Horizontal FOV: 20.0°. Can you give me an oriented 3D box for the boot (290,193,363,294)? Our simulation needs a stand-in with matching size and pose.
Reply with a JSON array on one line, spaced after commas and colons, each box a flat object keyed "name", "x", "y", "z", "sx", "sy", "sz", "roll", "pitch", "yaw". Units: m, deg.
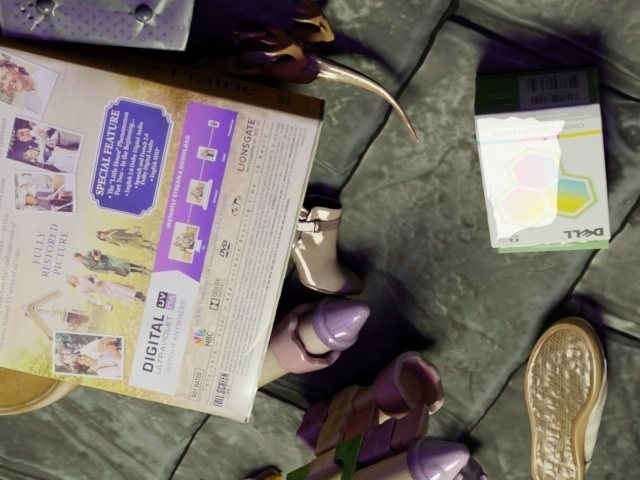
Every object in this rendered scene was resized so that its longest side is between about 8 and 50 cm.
[{"name": "boot", "x": 0.000, "y": 0.000, "z": 1.708, "sx": 0.118, "sy": 0.042, "sz": 0.087, "roll": 16, "pitch": 122, "yaw": -17}]

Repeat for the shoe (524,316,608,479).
[{"name": "shoe", "x": 0.245, "y": 0.157, "z": 1.807, "sx": 0.077, "sy": 0.058, "sz": 0.219, "roll": 16, "pitch": 129, "yaw": 19}]

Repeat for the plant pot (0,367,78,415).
[{"name": "plant pot", "x": -0.345, "y": 0.098, "z": 1.832, "sx": 0.236, "sy": 0.032, "sz": 0.236, "roll": 3, "pitch": 131, "yaw": 4}]

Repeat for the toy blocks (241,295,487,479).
[{"name": "toy blocks", "x": 0.064, "y": 0.231, "z": 1.719, "sx": 0.309, "sy": 0.288, "sz": 0.260, "roll": 40, "pitch": 134, "yaw": -22}]

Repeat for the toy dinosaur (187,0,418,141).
[{"name": "toy dinosaur", "x": -0.011, "y": -0.155, "z": 1.577, "sx": 0.211, "sy": 0.064, "sz": 0.112, "roll": 10, "pitch": 155, "yaw": 4}]

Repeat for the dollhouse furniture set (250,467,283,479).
[{"name": "dollhouse furniture set", "x": -0.111, "y": 0.290, "z": 1.938, "sx": 0.152, "sy": 0.076, "sz": 0.058, "roll": -34, "pitch": 120, "yaw": 30}]

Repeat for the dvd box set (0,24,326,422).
[{"name": "dvd box set", "x": -0.232, "y": -0.024, "z": 1.591, "sx": 0.420, "sy": 0.062, "sz": 0.307, "roll": 12, "pitch": 113, "yaw": -2}]

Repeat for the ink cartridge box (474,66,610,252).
[{"name": "ink cartridge box", "x": 0.202, "y": -0.052, "z": 1.626, "sx": 0.109, "sy": 0.062, "sz": 0.209, "roll": -4, "pitch": 130, "yaw": 9}]

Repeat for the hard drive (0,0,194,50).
[{"name": "hard drive", "x": -0.179, "y": -0.280, "z": 1.463, "sx": 0.172, "sy": 0.054, "sz": 0.254, "roll": 4, "pitch": 123, "yaw": -1}]
